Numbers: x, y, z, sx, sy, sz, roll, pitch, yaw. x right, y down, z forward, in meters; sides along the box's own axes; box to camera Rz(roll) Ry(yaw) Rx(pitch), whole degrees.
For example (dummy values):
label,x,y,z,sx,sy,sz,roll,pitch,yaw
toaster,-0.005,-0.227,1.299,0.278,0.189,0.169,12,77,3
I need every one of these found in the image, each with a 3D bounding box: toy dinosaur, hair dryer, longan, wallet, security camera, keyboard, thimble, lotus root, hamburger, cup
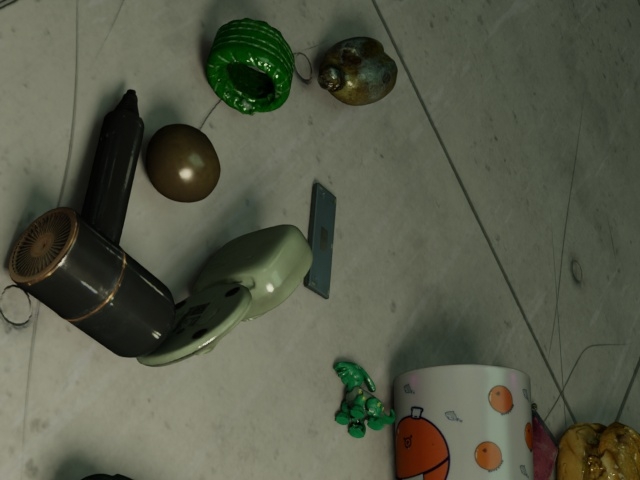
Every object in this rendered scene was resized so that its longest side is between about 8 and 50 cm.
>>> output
label,x,y,z,sx,sy,sz,roll,pitch,yaw
toy dinosaur,0.067,0.239,1.806,0.132,0.059,0.096,39,42,-29
hair dryer,-0.242,-0.044,1.461,0.189,0.107,0.352,45,39,-39
longan,-0.177,-0.101,1.568,0.113,0.092,0.113,37,29,-25
wallet,0.360,0.346,2.175,0.232,0.025,0.119,53,48,-32
security camera,-0.117,0.083,1.525,0.080,0.157,0.301,63,34,-18
keyboard,0.001,0.000,1.840,0.055,0.014,0.176,34,51,-44
thimble,-0.097,-0.245,1.717,0.130,0.118,0.090,75,19,-50
lotus root,0.055,-0.272,1.960,0.113,0.088,0.192,58,36,4
hamburger,0.558,0.498,2.288,0.318,0.158,0.319,27,55,-47
cup,0.221,0.364,1.829,0.212,0.212,0.317,23,60,-48

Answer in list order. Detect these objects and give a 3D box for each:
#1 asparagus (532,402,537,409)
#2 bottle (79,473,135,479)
label,x,y,z,sx,sy,sz,roll,pitch,yaw
asparagus,0.362,0.307,2.216,0.127,0.018,0.015,5,100,-51
bottle,-0.160,0.380,1.360,0.336,0.144,0.144,44,45,-34
